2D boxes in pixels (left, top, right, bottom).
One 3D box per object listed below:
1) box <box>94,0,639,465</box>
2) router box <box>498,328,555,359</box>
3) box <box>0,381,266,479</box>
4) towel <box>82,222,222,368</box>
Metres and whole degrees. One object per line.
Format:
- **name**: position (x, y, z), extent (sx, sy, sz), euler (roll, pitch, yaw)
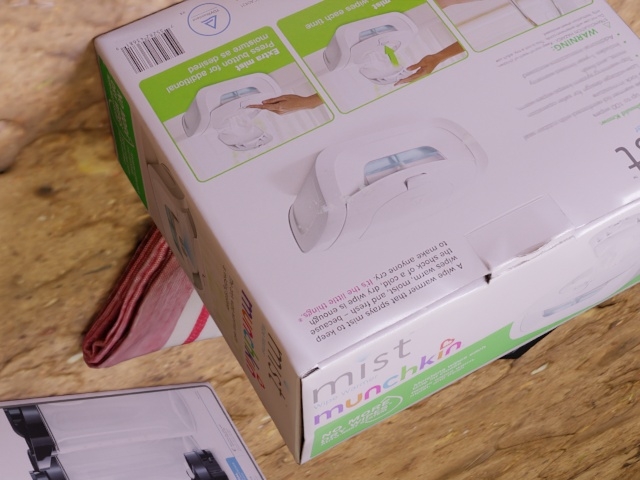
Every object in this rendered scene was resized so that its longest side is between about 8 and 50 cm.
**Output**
- **box**: position (0.046, -0.048, 0.692), extent (0.262, 0.231, 0.126), euler (-27, 154, -16)
- **router box**: position (0.206, 0.006, 1.122), extent (0.243, 0.081, 0.309), euler (-40, 161, 15)
- **box**: position (-0.171, 0.210, 0.977), extent (0.290, 0.169, 0.087), euler (3, 137, -51)
- **towel**: position (0.000, 0.000, 0.958), extent (0.329, 0.037, 0.237), euler (-8, 146, -43)
